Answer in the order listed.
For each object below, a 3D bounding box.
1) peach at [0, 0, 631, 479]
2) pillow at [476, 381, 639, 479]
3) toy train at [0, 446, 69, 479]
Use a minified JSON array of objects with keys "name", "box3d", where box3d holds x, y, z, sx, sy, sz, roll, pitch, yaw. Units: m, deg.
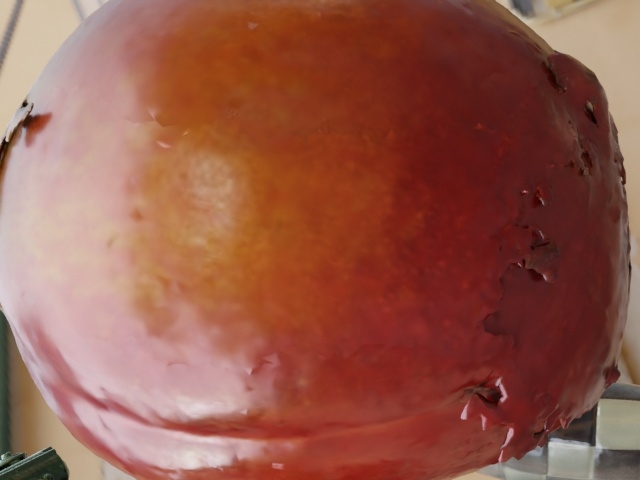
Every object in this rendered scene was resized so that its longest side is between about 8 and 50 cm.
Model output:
[{"name":"peach","box3d":[0.000,0.000,0.693,0.370,0.370,0.370,-20,-90,-84]},{"name":"pillow","box3d":[0.264,0.201,1.215,0.186,0.249,0.106,77,-158,-53]},{"name":"toy train","box3d":[-0.326,0.262,1.182,0.170,0.111,0.071,-23,-88,-46]}]
